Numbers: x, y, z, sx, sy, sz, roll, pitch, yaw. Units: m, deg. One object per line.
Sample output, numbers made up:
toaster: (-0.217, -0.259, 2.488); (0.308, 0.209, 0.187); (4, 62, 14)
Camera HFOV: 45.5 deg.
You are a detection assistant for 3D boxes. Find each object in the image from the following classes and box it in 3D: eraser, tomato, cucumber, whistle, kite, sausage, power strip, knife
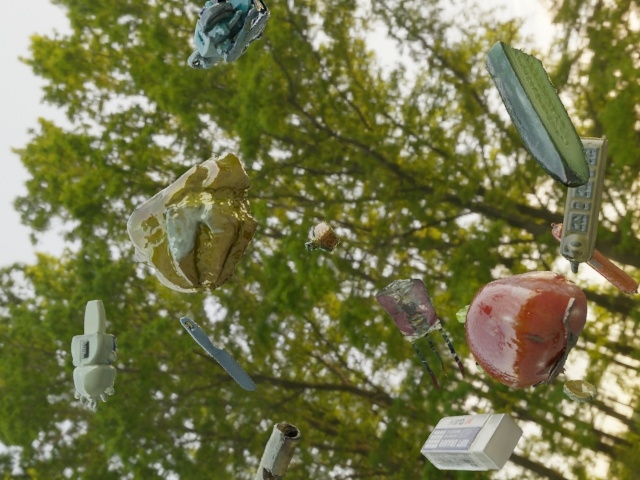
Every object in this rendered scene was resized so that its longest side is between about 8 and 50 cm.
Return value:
eraser: (0.380, 0.513, 1.949); (0.124, 0.081, 0.279); (-48, 8, -28)
tomato: (0.440, 0.182, 1.752); (0.170, 0.309, 0.309); (25, -97, -44)
cucumber: (0.334, -0.184, 1.176); (0.115, 0.063, 0.244); (-1, -117, -42)
whistle: (-0.126, 0.554, 1.698); (0.057, 0.068, 0.326); (15, -73, -23)
kite: (0.312, 0.270, 2.299); (0.204, 0.360, 0.022); (-18, -21, -35)
whistle: (-0.507, 0.256, 1.723); (0.092, 0.110, 0.244); (39, -137, -65)
sausage: (0.830, 0.058, 2.311); (0.053, 0.347, 0.053); (-52, 6, 8)
power strip: (0.742, -0.097, 2.159); (0.066, 0.092, 0.388); (-2, -81, -61)
knife: (-0.281, 0.320, 2.138); (0.044, 0.019, 0.313); (-40, -69, -3)

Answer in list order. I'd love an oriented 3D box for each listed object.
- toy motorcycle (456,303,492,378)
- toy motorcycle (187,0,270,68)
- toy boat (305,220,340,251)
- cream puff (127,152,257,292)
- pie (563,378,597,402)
toy motorcycle: (0.519, 0.281, 2.152); (0.326, 0.199, 0.191); (-97, -15, -83)
toy motorcycle: (-0.227, -0.526, 1.912); (0.206, 0.154, 0.260); (-28, -8, -25)
toy boat: (0.000, 0.000, 2.061); (0.088, 0.089, 0.229); (-36, -1, 2)
cream puff: (-0.300, -0.020, 1.904); (0.275, 0.378, 0.378); (51, -131, -6)
pie: (0.651, 0.376, 1.913); (0.084, 0.084, 0.020); (-35, -43, -49)
